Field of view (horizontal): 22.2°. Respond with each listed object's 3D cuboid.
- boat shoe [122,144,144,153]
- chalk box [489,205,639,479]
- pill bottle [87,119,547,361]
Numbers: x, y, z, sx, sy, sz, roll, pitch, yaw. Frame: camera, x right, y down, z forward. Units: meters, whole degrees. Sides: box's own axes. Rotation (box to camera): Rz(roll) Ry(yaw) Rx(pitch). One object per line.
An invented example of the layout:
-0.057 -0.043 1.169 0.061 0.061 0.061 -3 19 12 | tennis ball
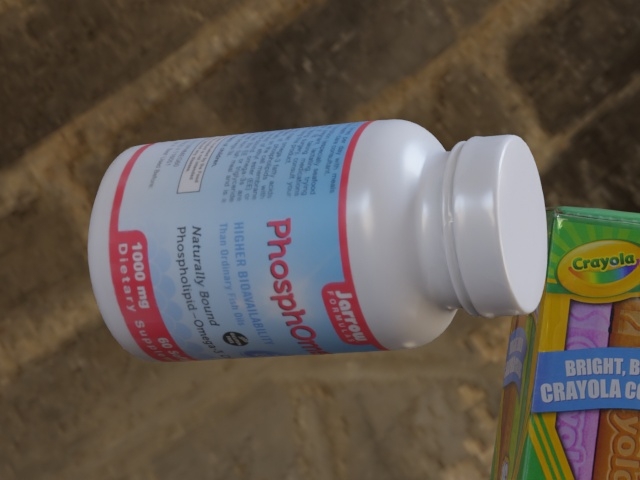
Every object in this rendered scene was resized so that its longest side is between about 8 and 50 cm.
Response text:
-0.149 -0.030 1.526 0.045 0.050 0.135 -45 -55 -55 | boat shoe
0.225 0.066 1.122 0.179 0.289 0.180 7 -1 1 | chalk box
0.000 0.000 0.619 0.160 0.087 0.087 -5 -24 23 | pill bottle
